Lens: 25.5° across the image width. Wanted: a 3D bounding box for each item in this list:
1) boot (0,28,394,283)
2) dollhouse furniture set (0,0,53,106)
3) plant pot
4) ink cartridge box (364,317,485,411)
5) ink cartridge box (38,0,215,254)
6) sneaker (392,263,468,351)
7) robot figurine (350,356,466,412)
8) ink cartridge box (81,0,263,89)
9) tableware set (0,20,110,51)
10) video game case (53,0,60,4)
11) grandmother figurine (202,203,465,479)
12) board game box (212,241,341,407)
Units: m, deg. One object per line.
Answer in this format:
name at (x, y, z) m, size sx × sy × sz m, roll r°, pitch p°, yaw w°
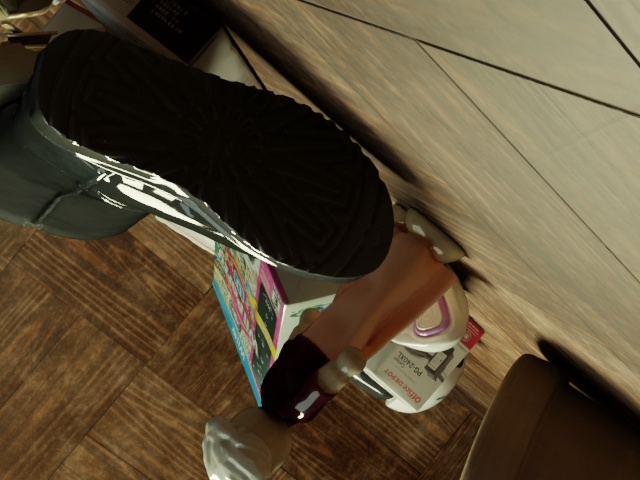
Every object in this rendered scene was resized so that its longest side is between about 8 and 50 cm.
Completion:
boot at (-0.169, -0.047, 1.441) m, size 0.367 × 0.146 × 0.445 m, roll 30°, pitch 159°, yaw -16°
dollhouse furniture set at (-0.311, -0.271, 1.484) m, size 0.212 × 0.161 × 0.242 m, roll 76°, pitch -174°, yaw -83°
plant pot at (0.293, 0.289, 1.619) m, size 0.229 × 0.263 × 0.263 m, roll 22°, pitch 171°, yaw 16°
ink cartridge box at (0.135, 0.146, 1.950) m, size 0.109 × 0.150 × 0.063 m, roll 42°, pitch 176°, yaw -34°
ink cartridge box at (-0.234, -0.144, 2.062) m, size 0.279 × 0.160 × 0.385 m, roll 32°, pitch 171°, yaw 40°
sneaker at (0.120, 0.060, 1.648) m, size 0.152 × 0.114 × 0.305 m, roll 25°, pitch -174°, yaw -23°
robot figurine at (0.093, 0.140, 2.166) m, size 0.278 × 0.209 × 0.173 m, roll 37°, pitch 163°, yaw -2°
ink cartridge box at (-0.136, -0.179, 1.485) m, size 0.176 × 0.069 × 0.371 m, roll 38°, pitch 174°, yaw 18°
tableware set at (-0.321, -0.264, 1.799) m, size 0.194 × 0.039 × 0.128 m, roll -9°, pitch -169°, yaw -30°
video game case at (-0.461, -0.430, 2.064) m, size 0.227 × 0.026 × 0.206 m, roll 41°, pitch 176°, yaw -15°
grandmother figurine at (0.006, 0.120, 1.439) m, size 0.104 × 0.342 × 0.208 m, roll 40°, pitch 177°, yaw -4°
board game box at (-0.053, 0.055, 1.761) m, size 0.303 × 0.097 × 0.224 m, roll 99°, pitch 152°, yaw -58°
